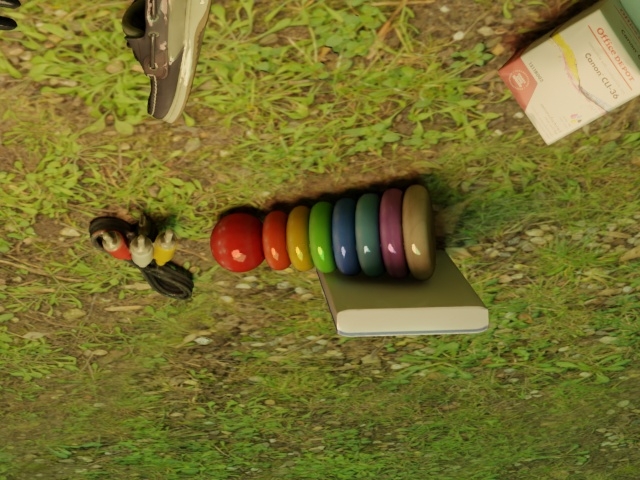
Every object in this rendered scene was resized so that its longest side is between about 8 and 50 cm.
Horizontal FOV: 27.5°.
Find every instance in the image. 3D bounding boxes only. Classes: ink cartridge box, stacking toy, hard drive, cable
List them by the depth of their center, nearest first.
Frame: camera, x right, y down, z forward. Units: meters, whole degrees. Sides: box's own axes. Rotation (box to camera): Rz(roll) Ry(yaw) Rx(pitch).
[{"bbox_3d":[0.327,-0.214,1.568,0.198,0.067,0.115,-31,99,39],"label":"ink cartridge box"},{"bbox_3d":[0.000,0.000,1.927,0.330,0.141,0.141,-5,152,11],"label":"stacking toy"},{"bbox_3d":[0.112,0.072,1.941,0.210,0.040,0.319,-1,-166,-5],"label":"hard drive"},{"bbox_3d":[-0.274,0.041,2.015,0.139,0.072,0.287,0,152,3],"label":"cable"}]

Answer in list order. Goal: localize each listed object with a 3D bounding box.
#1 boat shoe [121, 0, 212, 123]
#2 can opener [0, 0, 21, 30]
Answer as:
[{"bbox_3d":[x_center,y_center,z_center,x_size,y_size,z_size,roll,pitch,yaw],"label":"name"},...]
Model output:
[{"bbox_3d":[-0.178,-0.244,1.479,0.092,0.103,0.285,7,146,-10],"label":"boat shoe"},{"bbox_3d":[-0.427,-0.269,1.455,0.186,0.073,0.059,2,112,-18],"label":"can opener"}]
